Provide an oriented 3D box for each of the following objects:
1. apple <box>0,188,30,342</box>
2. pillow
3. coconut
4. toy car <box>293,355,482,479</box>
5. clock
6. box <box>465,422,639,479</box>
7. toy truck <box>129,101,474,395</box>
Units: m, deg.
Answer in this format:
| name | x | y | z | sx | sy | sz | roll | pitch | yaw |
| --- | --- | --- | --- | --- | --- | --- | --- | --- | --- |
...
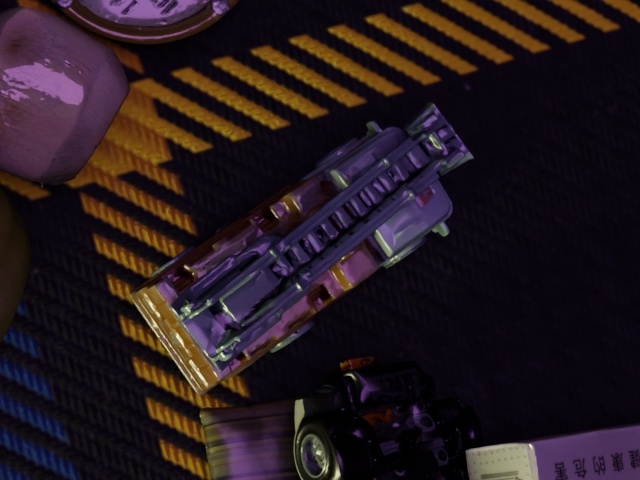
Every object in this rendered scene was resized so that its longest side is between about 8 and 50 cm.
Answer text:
| name | x | y | z | sx | sy | sz | roll | pitch | yaw |
| --- | --- | --- | --- | --- | --- | --- | --- | --- | --- |
| apple | -0.401 | 0.022 | 1.751 | 0.279 | 0.279 | 0.279 | 2 | 82 | -14 |
| pillow | -0.050 | 0.254 | 1.898 | 0.113 | 0.038 | 0.203 | -5 | 82 | -17 |
| coconut | -0.271 | -0.137 | 1.838 | 0.162 | 0.161 | 0.161 | 32 | 76 | -7 |
| toy car | 0.072 | 0.258 | 1.889 | 0.193 | 0.118 | 0.301 | -7 | 79 | -35 |
| clock | -0.177 | -0.299 | 1.937 | 0.237 | 0.057 | 0.237 | 2 | 80 | -12 |
| box | 0.261 | 0.348 | 1.892 | 0.210 | 0.095 | 0.330 | -3 | 81 | -43 |
| toy truck | 0.000 | 0.000 | 1.871 | 0.338 | 0.184 | 0.133 | -35 | 93 | -16 |
